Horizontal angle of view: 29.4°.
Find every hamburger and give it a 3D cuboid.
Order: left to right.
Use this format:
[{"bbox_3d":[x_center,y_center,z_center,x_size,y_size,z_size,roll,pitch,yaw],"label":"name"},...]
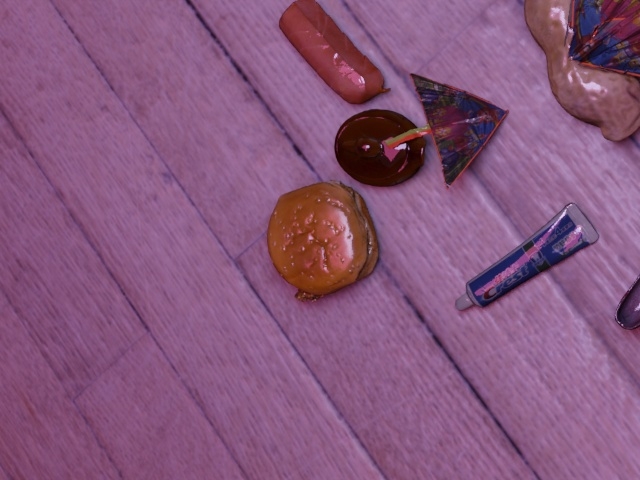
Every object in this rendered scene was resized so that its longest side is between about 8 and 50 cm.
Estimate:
[{"bbox_3d":[0.000,0.000,1.575,0.138,0.083,0.147,-19,81,28],"label":"hamburger"}]

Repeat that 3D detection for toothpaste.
[{"bbox_3d":[0.245,0.029,1.492,0.197,0.035,0.057,-36,93,20],"label":"toothpaste"}]

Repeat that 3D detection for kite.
[{"bbox_3d":[0.155,-0.141,1.505,0.159,0.010,0.190,-11,56,-2],"label":"kite"},{"bbox_3d":[0.346,-0.263,1.390,0.183,0.014,0.241,-30,88,-14],"label":"kite"}]

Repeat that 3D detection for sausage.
[{"bbox_3d":[0.020,-0.237,1.571,0.065,0.065,0.169,-45,75,19],"label":"sausage"}]

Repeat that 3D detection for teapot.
[{"bbox_3d":[0.075,-0.116,1.537,0.129,0.078,0.098,11,96,23],"label":"teapot"}]

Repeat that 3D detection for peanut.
[{"bbox_3d":[0.308,-0.221,1.426,0.104,0.085,0.228,-19,85,13],"label":"peanut"}]

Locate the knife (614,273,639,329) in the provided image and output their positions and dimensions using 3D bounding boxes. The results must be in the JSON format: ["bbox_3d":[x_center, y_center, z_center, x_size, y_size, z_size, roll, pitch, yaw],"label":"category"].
[{"bbox_3d":[0.441,-0.003,1.391,0.123,0.053,0.278,41,108,13],"label":"knife"}]
